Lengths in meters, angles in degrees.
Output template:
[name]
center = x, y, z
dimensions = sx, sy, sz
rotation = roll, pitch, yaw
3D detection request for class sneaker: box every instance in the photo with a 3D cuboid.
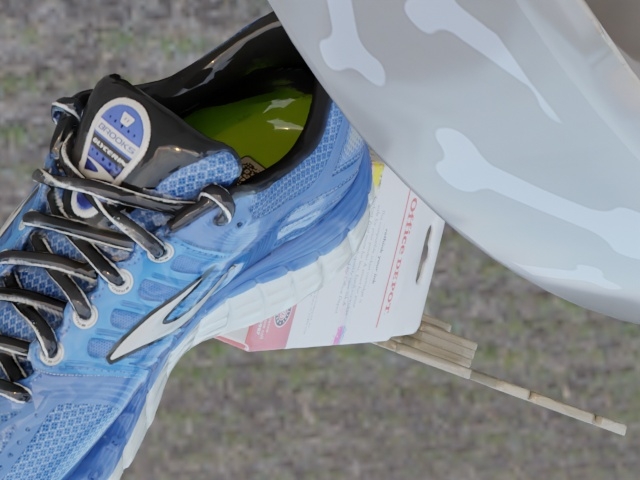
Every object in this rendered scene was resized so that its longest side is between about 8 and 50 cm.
[sneaker]
center = -0.101, 0.006, 0.694
dimensions = 0.129, 0.330, 0.147
rotation = 31, 146, 22

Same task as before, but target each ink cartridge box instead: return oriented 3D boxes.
[ink cartridge box]
center = 0.000, 0.000, 1.000
dimensions = 0.067, 0.115, 0.198
rotation = 19, -171, 31

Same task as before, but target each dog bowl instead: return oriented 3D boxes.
[dog bowl]
center = 0.110, -0.134, 0.442
dimensions = 0.348, 0.349, 0.102
rotation = 12, 159, -37

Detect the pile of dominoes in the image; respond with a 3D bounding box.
[pile of dominoes]
center = 0.110, 0.087, 1.331
dimensions = 0.196, 0.040, 0.251
rotation = 21, 177, -21
